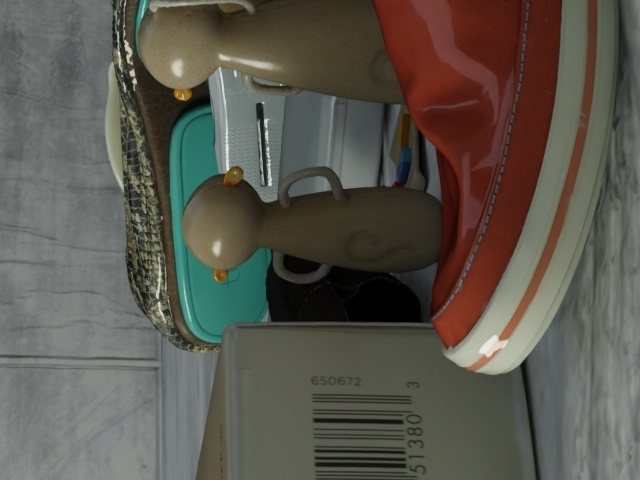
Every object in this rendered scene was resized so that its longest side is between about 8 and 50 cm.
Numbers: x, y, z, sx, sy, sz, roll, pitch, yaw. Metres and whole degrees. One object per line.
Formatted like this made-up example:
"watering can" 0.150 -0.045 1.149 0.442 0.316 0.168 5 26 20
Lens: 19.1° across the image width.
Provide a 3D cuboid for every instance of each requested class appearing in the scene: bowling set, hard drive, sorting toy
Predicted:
"bowling set" -0.012 -0.133 0.908 0.200 0.154 0.287 -99 13 -52
"hard drive" 0.000 0.000 1.217 0.203 0.040 0.307 -107 21 -67
"sorting toy" 0.041 -0.030 1.014 0.083 0.012 0.062 102 167 -51

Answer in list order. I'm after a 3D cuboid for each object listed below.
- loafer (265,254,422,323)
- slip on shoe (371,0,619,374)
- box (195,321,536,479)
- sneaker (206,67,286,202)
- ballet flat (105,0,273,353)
"loafer" 0.022 0.049 0.977 0.080 0.078 0.220 52 -161 -22
"slip on shoe" 0.046 -0.115 0.687 0.123 0.101 0.331 132 138 -75
"box" 0.004 0.171 0.843 0.311 0.121 0.148 104 165 -56
"sneaker" -0.053 -0.153 1.434 0.091 0.094 0.258 -115 26 -63
"ballet flat" -0.120 -0.144 1.582 0.182 0.164 0.482 30 125 48
